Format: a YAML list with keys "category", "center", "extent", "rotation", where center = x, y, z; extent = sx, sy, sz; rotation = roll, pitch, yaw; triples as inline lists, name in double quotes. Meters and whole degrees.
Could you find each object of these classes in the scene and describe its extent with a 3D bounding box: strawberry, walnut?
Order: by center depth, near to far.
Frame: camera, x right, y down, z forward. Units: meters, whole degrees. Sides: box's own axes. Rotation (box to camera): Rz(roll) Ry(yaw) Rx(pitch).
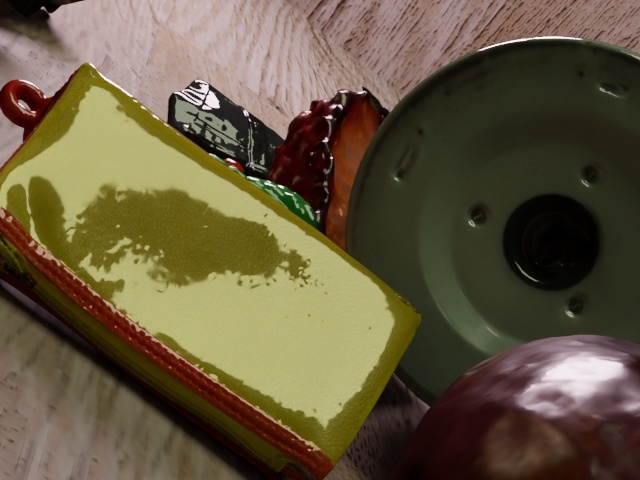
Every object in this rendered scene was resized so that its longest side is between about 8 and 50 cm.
- category: "walnut"
  center: [0.086, 0.159, 0.701]
  extent: [0.269, 0.243, 0.222]
  rotation: [-106, -177, -82]
- category: "strawberry"
  center: [0.000, 0.000, 1.247]
  extent: [0.190, 0.111, 0.236]
  rotation: [67, 28, -21]

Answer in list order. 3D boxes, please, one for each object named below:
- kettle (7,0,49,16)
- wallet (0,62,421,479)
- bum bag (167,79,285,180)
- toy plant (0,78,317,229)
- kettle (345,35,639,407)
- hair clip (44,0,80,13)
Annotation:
- category: "kettle"
  center: [-0.269, -0.280, 1.256]
  extent: [0.232, 0.202, 0.144]
  rotation: [43, -23, -6]
- category: "wallet"
  center: [-0.073, 0.025, 0.922]
  extent: [0.241, 0.067, 0.141]
  rotation: [38, 47, -8]
- category: "bum bag"
  center: [-0.056, -0.067, 1.464]
  extent: [0.197, 0.049, 0.087]
  rotation: [35, 36, -23]
- category: "toy plant"
  center: [-0.084, -0.002, 1.016]
  extent: [0.240, 0.088, 0.155]
  rotation: [21, 44, -35]
- category: "kettle"
  center: [0.167, 0.047, 1.160]
  extent: [0.342, 0.247, 0.320]
  rotation: [37, 34, -82]
- category: "hair clip"
  center: [-0.289, -0.245, 1.351]
  extent: [0.095, 0.110, 0.358]
  rotation: [-1, -8, 32]
